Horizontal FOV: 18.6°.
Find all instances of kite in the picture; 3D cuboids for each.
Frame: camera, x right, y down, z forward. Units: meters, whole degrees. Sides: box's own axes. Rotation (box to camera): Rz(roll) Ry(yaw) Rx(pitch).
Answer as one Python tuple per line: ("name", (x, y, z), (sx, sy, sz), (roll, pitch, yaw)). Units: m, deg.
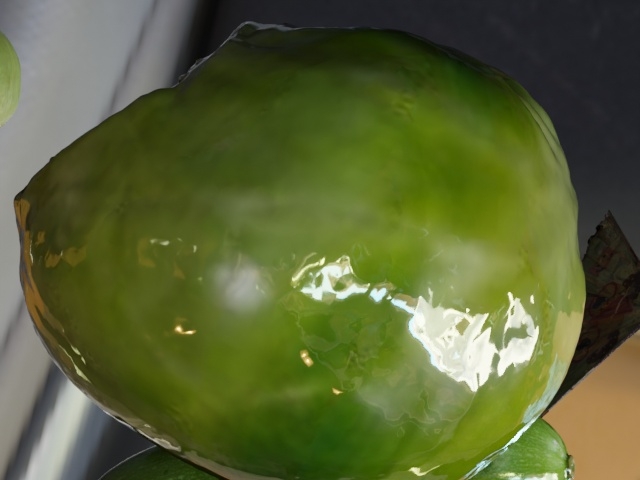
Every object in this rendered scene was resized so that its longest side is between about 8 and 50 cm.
("kite", (0.268, 0.089, 2.019), (0.013, 0.323, 0.268), (38, 151, -19))

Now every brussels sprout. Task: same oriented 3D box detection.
("brussels sprout", (0.000, 0.000, 1.079), (0.344, 0.268, 0.344), (17, -159, -7))

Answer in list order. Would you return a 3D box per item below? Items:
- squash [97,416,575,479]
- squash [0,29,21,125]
("squash", (-0.022, 0.163, 1.252), (0.379, 0.101, 0.101), (-13, 167, 21))
("squash", (-0.290, -0.127, 1.510), (0.118, 0.118, 0.370), (13, -175, -4))
